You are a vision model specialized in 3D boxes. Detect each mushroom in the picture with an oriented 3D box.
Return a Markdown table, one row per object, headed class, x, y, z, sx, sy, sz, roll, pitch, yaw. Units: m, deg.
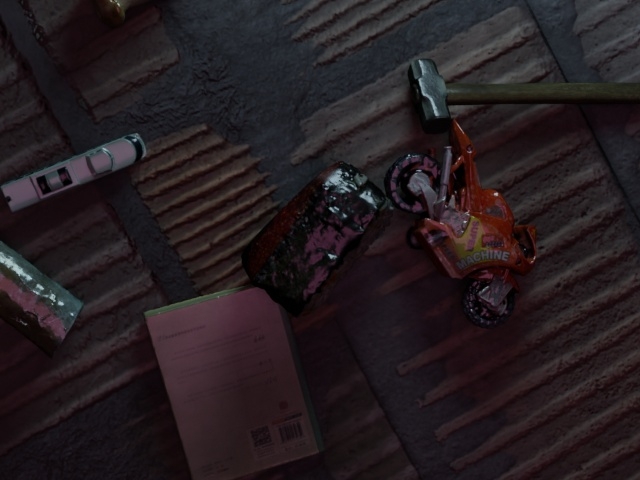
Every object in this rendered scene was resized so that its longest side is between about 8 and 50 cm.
| class | x | y | z | sx | sy | sz | roll | pitch | yaw |
| --- | --- | --- | --- | --- | --- | --- | --- | --- | --- |
| mushroom | -0.234 | -0.385 | 1.604 | 0.212 | 0.088 | 0.097 | -40 | 92 | 5 |

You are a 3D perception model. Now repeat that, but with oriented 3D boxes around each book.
| class | x | y | z | sx | sy | sz | roll | pitch | yaw |
| --- | --- | --- | --- | --- | --- | --- | --- | --- | --- |
| book | -0.126 | 0.214 | 1.734 | 0.215 | 0.025 | 0.282 | -14 | 100 | -8 |

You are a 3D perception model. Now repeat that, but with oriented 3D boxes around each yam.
| class | x | y | z | sx | sy | sz | roll | pitch | yaw |
| --- | --- | --- | --- | --- | --- | --- | --- | --- | --- |
| yam | -0.452 | 0.053 | 1.632 | 0.259 | 0.093 | 0.093 | 39 | 91 | -11 |

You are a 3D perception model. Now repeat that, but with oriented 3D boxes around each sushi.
| class | x | y | z | sx | sy | sz | roll | pitch | yaw |
| --- | --- | --- | --- | --- | --- | --- | --- | --- | --- |
| sushi | 0.000 | 0.000 | 1.663 | 0.225 | 0.136 | 0.126 | -44 | 79 | 0 |

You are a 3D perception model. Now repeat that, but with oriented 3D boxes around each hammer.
| class | x | y | z | sx | sy | sz | roll | pitch | yaw |
| --- | --- | --- | --- | --- | --- | --- | --- | --- | --- |
| hammer | 0.311 | -0.215 | 1.716 | 0.365 | 0.043 | 0.111 | -3 | 58 | -14 |

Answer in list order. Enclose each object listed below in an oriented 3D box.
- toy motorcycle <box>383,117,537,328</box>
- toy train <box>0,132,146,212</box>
| class | x | y | z | sx | sy | sz | roll | pitch | yaw |
| --- | --- | --- | --- | --- | --- | --- | --- | --- | --- |
| toy motorcycle | 0.220 | -0.019 | 1.720 | 0.171 | 0.089 | 0.298 | -34 | 100 | -4 |
| toy train | -0.346 | -0.098 | 1.648 | 0.207 | 0.047 | 0.043 | -22 | 102 | -3 |
